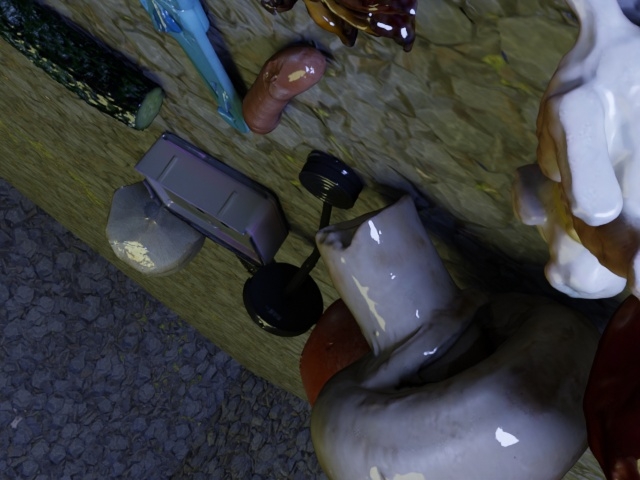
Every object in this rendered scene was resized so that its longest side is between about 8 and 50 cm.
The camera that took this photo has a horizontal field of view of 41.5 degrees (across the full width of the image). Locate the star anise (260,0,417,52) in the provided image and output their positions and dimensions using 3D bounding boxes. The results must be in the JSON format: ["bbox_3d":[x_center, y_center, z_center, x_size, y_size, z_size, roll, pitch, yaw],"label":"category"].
[{"bbox_3d":[-0.029,-0.179,0.457,0.177,0.073,0.234,34,-175,37],"label":"star anise"}]

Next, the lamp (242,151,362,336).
[{"bbox_3d":[-0.020,0.030,0.995,0.130,0.109,0.371,35,159,-2],"label":"lamp"}]

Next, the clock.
[{"bbox_3d":[-0.145,-0.052,1.151,0.192,0.071,0.147,30,165,17],"label":"clock"}]

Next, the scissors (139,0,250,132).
[{"bbox_3d":[-0.135,-0.204,0.716,0.180,0.032,0.393,28,165,26],"label":"scissors"}]

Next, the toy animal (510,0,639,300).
[{"bbox_3d":[0.156,-0.058,0.484,0.185,0.104,0.184,12,-125,-82],"label":"toy animal"}]

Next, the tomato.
[{"bbox_3d":[0.082,0.171,1.098,0.184,0.208,0.208,22,162,49],"label":"tomato"}]

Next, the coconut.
[{"bbox_3d":[-0.268,-0.024,1.357,0.161,0.161,0.162,32,164,9],"label":"coconut"}]

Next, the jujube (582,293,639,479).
[{"bbox_3d":[0.285,0.118,0.508,0.232,0.213,0.213,35,167,-20],"label":"jujube"}]

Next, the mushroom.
[{"bbox_3d":[0.112,0.100,0.793,0.290,0.292,0.292,67,159,-7],"label":"mushroom"}]

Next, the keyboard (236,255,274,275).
[{"bbox_3d":[-0.123,0.015,1.417,0.093,0.025,0.230,25,163,24],"label":"keyboard"}]

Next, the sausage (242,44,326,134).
[{"bbox_3d":[-0.038,-0.128,0.732,0.043,0.043,0.186,37,165,-8],"label":"sausage"}]

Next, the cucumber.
[{"bbox_3d":[-0.315,-0.229,0.982,0.293,0.068,0.067,34,166,4],"label":"cucumber"}]
